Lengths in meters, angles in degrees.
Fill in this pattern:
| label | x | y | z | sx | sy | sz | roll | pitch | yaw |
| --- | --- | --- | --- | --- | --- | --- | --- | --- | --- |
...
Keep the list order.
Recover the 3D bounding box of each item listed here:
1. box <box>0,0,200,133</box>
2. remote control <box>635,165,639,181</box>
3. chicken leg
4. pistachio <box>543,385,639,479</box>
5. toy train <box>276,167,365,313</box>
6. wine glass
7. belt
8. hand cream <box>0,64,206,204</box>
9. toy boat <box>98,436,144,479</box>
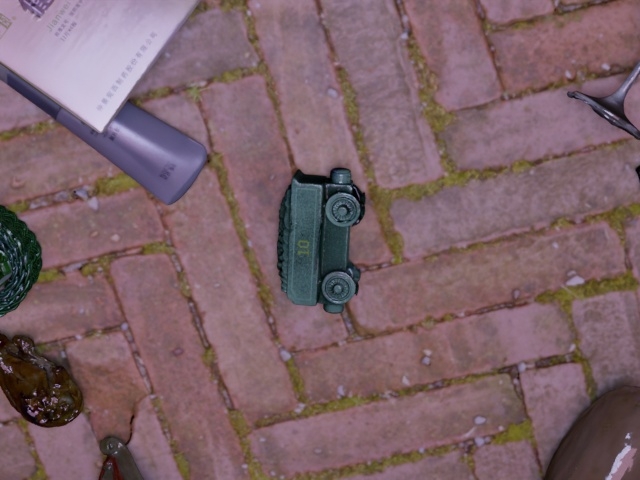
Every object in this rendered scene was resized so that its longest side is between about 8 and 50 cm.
| label | x | y | z | sx | sy | sz | roll | pitch | yaw |
| --- | --- | --- | --- | --- | --- | --- | --- | --- | --- |
| box | -0.223 | -0.265 | 0.980 | 0.175 | 0.062 | 0.260 | 37 | 90 | -15 |
| remote control | 0.461 | -0.120 | 1.085 | 0.212 | 0.028 | 0.059 | -36 | 103 | 7 |
| chicken leg | -0.350 | 0.145 | 1.109 | 0.178 | 0.070 | 0.093 | 46 | 124 | 1 |
| pistachio | 0.349 | 0.269 | 1.139 | 0.129 | 0.131 | 0.206 | 22 | 100 | -53 |
| toy train | 0.000 | 0.000 | 1.081 | 0.099 | 0.070 | 0.172 | 5 | 105 | 4 |
| wine glass | 0.356 | -0.208 | 1.020 | 0.122 | 0.122 | 0.183 | 32 | 104 | -9 |
| belt | -0.391 | 0.017 | 1.065 | 0.121 | 0.079 | 0.151 | -37 | 102 | 8 |
| hand cream | -0.247 | -0.137 | 1.050 | 0.255 | 0.048 | 0.079 | 34 | 103 | -13 |
| toy boat | -0.226 | 0.328 | 1.155 | 0.089 | 0.071 | 0.185 | -18 | 109 | 47 |
